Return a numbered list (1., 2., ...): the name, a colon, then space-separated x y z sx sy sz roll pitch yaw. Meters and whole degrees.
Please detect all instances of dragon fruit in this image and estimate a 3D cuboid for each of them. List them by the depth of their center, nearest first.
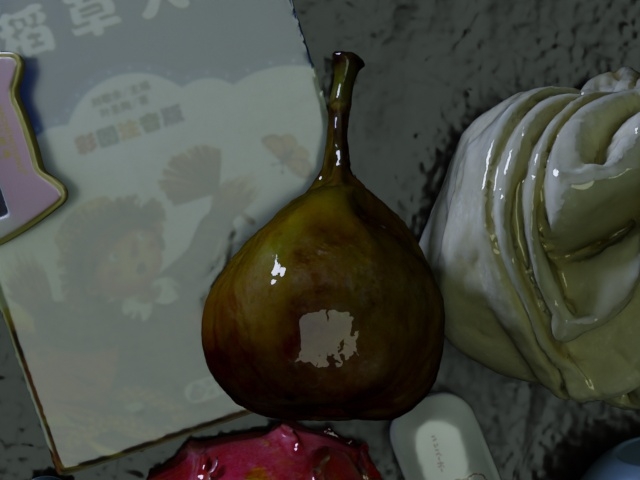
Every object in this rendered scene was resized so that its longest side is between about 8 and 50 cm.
1. dragon fruit: -0.012 0.260 1.461 0.163 0.189 0.261 -36 98 29

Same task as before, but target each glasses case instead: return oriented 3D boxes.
1. glasses case: 0.115 0.216 1.504 0.074 0.049 0.193 -21 94 -3

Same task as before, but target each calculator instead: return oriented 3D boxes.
1. calculator: -0.311 -0.055 1.454 0.236 0.033 0.157 -17 94 18

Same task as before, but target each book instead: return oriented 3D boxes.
1. book: -0.136 -0.059 1.488 0.300 0.039 0.428 -19 93 -2

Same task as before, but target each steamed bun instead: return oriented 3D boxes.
1. steamed bun: 0.240 -0.004 1.428 0.289 0.203 0.276 21 90 -4

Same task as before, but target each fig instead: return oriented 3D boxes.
1. fig: 0.030 0.008 1.407 0.191 0.190 0.290 29 72 -4

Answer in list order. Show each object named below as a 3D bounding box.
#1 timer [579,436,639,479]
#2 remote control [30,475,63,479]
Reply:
1. timer: 0.263 0.271 1.483 0.175 0.175 0.255 9 121 -3
2. remote control: -0.162 0.277 1.494 0.222 0.042 0.072 42 91 -4
